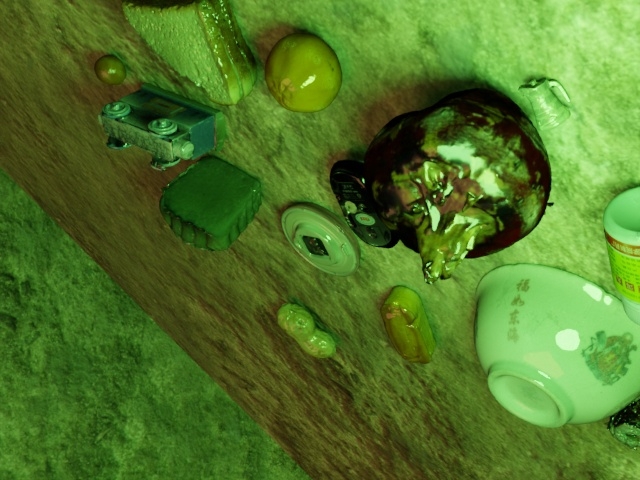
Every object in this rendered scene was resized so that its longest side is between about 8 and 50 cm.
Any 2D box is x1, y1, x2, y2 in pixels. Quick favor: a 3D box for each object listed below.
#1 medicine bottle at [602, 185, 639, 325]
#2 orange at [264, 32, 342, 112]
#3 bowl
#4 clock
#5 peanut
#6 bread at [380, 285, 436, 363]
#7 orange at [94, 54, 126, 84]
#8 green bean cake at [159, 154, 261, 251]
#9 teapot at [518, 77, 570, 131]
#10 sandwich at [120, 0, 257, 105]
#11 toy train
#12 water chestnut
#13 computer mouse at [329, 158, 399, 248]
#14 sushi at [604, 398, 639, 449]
[{"bbox_3d":[0.554,0.030,1.291,0.139,0.139,0.225,13,142,40],"label":"medicine bottle"},{"bbox_3d":[-0.036,-0.320,1.507,0.159,0.136,0.159,30,148,22],"label":"orange"},{"bbox_3d":[0.481,0.268,1.660,0.434,0.196,0.435,29,149,20],"label":"bowl"},{"bbox_3d":[-0.001,0.001,2.005,0.244,0.056,0.244,30,151,19],"label":"clock"},{"bbox_3d":[-0.044,0.284,2.418,0.229,0.098,0.103,46,178,-16],"label":"peanut"},{"bbox_3d":[0.231,0.227,2.012,0.102,0.094,0.246,10,139,35],"label":"bread"},{"bbox_3d":[-0.543,-0.441,2.011,0.085,0.085,0.085,29,150,19],"label":"orange"},{"bbox_3d":[-0.290,-0.096,2.033,0.222,0.227,0.125,31,148,16],"label":"green bean cake"},{"bbox_3d":[0.363,-0.226,1.254,0.067,0.057,0.083,-32,106,21],"label":"teapot"},{"bbox_3d":[-0.282,-0.423,1.692,0.288,0.100,0.254,16,143,36],"label":"sandwich"},{"bbox_3d":[-0.398,-0.286,1.926,0.299,0.202,0.131,25,132,27],"label":"toy train"},{"bbox_3d":[0.223,-0.083,1.331,0.335,0.347,0.335,20,147,14],"label":"water chestnut"},{"bbox_3d":[0.111,-0.090,1.702,0.137,0.096,0.233,4,132,40],"label":"computer mouse"},{"bbox_3d":[0.692,0.404,1.716,0.098,0.084,0.094,32,149,8],"label":"sushi"}]
